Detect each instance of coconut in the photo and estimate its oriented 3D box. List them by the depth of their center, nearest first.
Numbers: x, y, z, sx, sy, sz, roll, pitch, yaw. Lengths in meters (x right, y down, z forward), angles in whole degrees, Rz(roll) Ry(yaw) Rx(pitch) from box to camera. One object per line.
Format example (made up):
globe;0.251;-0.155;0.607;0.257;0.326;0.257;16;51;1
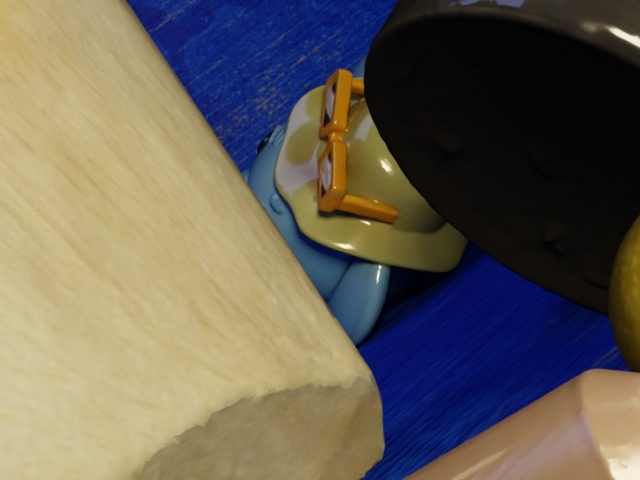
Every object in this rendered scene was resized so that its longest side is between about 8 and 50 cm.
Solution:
coconut;-0.180;0.063;0.679;0.415;0.344;0.415;-1;29;1

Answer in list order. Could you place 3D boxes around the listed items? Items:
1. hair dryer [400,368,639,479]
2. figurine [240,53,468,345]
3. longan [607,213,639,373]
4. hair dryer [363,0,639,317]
hair dryer;0.031;0.102;0.374;0.117;0.064;0.182;-34;13;20
figurine;0.003;0.000;1.206;0.262;0.154;0.180;-56;-1;43
longan;0.119;0.016;0.513;0.075;0.075;0.083;-35;-31;31
hair dryer;0.095;-0.123;0.703;0.284;0.156;0.320;-9;43;45
